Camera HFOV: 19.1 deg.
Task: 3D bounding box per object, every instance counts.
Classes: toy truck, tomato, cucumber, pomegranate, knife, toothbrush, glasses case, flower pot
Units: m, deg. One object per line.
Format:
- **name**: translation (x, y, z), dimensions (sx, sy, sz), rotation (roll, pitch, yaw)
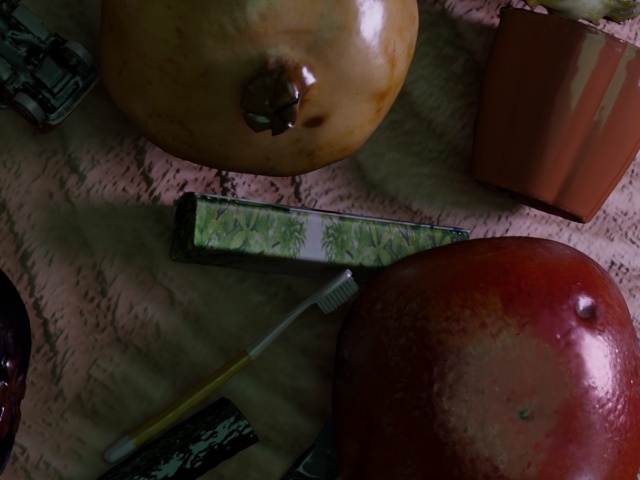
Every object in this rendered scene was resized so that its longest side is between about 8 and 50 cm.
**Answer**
- **toy truck**: translation (-0.295, -0.182, 1.738), dimensions (0.192, 0.092, 0.083), rotation (41, 74, -2)
- **tomato**: translation (0.172, 0.154, 1.740), dimensions (0.338, 0.143, 0.338), rotation (1, 87, -16)
- **cucumber**: translation (-0.159, 0.222, 1.761), dimensions (0.214, 0.058, 0.052), rotation (-33, 130, -15)
- **pomegranate**: translation (-0.056, -0.191, 1.720), dimensions (0.307, 0.307, 0.307), rotation (2, 84, -18)
- **knife**: translation (0.070, 0.137, 1.860), dimensions (0.044, 0.026, 0.296), rotation (41, 75, 1)
- **toothbrush**: translation (-0.083, 0.121, 1.773), dimensions (0.288, 0.021, 0.024), rotation (-37, 103, 0)
- **glasses case**: translation (0.000, 0.000, 1.814), dimensions (0.272, 0.095, 0.062), rotation (7, 78, -18)
- **flower pot**: translation (0.236, -0.116, 1.865), dimensions (0.190, 0.190, 0.173), rotation (21, 87, -15)

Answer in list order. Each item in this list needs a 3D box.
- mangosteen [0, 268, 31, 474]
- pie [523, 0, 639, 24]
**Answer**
- **mangosteen**: translation (-0.400, 0.115, 1.609), dimensions (0.302, 0.275, 0.275), rotation (6, 82, 16)
- **pie**: translation (0.201, -0.361, 1.872), dimensions (0.354, 0.103, 0.288), rotation (27, 54, -15)
